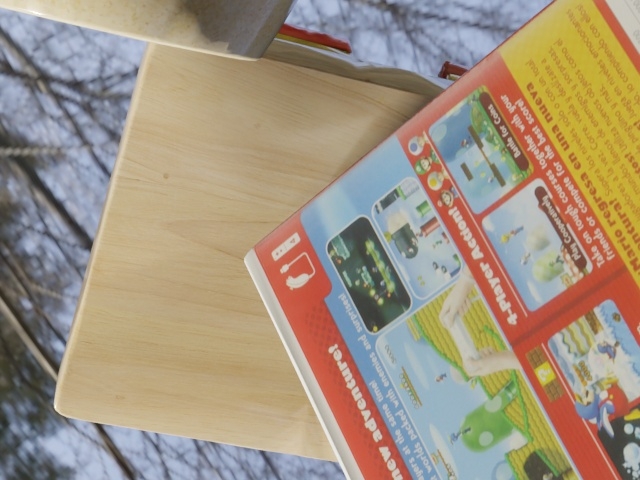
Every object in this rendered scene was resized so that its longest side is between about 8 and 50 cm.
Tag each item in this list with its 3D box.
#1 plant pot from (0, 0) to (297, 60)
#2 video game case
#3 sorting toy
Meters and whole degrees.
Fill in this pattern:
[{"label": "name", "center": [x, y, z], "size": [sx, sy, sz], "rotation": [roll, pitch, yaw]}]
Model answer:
[{"label": "plant pot", "center": [-0.058, -0.221, 0.571], "size": [0.256, 0.256, 0.274], "rotation": [16, -82, 26]}, {"label": "video game case", "center": [0.115, 0.013, 0.434], "size": [0.285, 0.025, 0.204], "rotation": [-38, -113, 29]}, {"label": "sorting toy", "center": [0.000, 0.000, 0.805], "size": [0.257, 0.255, 0.089], "rotation": [11, -147, -14]}]
